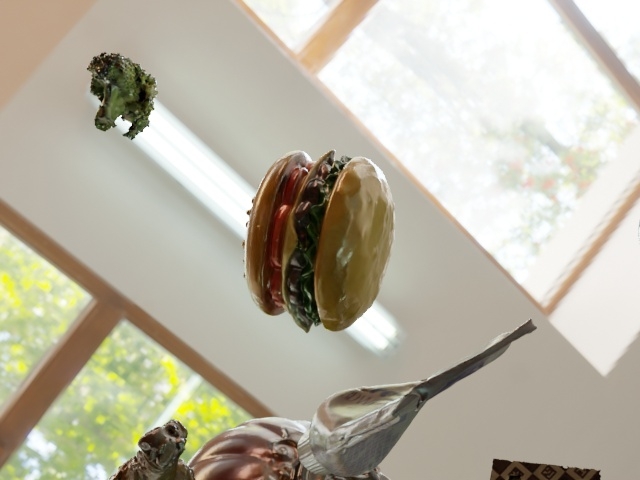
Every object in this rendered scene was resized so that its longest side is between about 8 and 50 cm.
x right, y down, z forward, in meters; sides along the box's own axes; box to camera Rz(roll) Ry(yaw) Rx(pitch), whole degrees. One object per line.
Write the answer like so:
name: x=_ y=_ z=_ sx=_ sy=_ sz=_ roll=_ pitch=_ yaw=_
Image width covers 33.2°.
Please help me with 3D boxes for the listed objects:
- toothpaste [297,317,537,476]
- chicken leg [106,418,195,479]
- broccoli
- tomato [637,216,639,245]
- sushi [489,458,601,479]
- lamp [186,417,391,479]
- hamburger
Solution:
toothpaste: x=0.047 y=0.128 z=0.795 sx=0.099 sy=0.068 sz=0.282 roll=-60 pitch=-174 yaw=-31
chicken leg: x=-0.180 y=0.255 z=1.122 sx=0.196 sy=0.125 sz=0.080 roll=-44 pitch=-113 yaw=30
broccoli: x=-0.233 y=-0.168 z=1.247 sx=0.097 sy=0.095 sz=0.092 roll=-44 pitch=-156 yaw=55
tomato: x=0.544 y=-0.023 z=1.348 sx=0.270 sy=0.222 sz=0.270 roll=-45 pitch=172 yaw=-8
sushi: x=0.249 y=0.312 z=1.204 sx=0.126 sy=0.026 sz=0.120 roll=3 pitch=-120 yaw=20
lamp: x=-0.037 y=0.351 z=1.246 sx=0.257 sy=0.303 sz=0.303 roll=-51 pitch=-159 yaw=35
hamburger: x=0.000 y=0.000 z=0.922 sx=0.115 sy=0.162 sz=0.162 roll=10 pitch=-126 yaw=17
